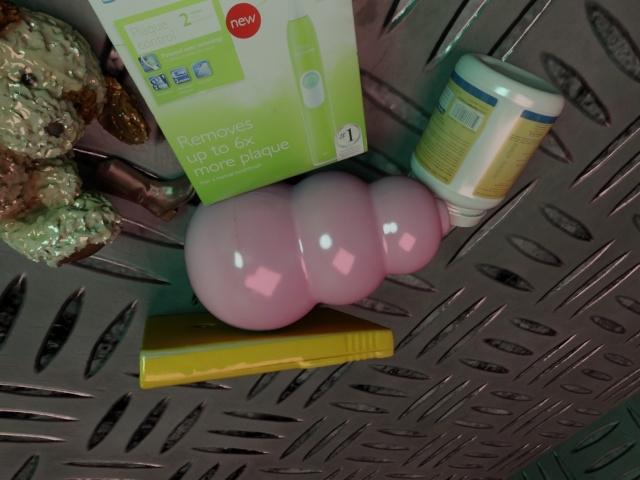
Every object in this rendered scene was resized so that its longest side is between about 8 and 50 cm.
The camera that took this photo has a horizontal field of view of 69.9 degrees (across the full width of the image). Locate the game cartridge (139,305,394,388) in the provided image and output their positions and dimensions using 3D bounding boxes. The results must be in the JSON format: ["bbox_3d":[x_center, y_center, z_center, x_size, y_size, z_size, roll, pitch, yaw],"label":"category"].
[{"bbox_3d":[-0.097,0.146,0.694,0.324,0.285,0.052,0,89,-19],"label":"game cartridge"}]

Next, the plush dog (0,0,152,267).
[{"bbox_3d":[-0.310,-0.119,0.458,0.225,0.211,0.262,-49,158,6],"label":"plush dog"}]

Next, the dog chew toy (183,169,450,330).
[{"bbox_3d":[0.000,0.000,0.602,0.332,0.206,0.206,-12,134,6],"label":"dog chew toy"}]

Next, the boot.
[{"bbox_3d":[-0.222,-0.083,0.592,0.114,0.037,0.106,31,112,-32],"label":"boot"}]

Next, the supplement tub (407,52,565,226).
[{"bbox_3d":[0.211,-0.133,0.624,0.145,0.144,0.199,5,128,-24],"label":"supplement tub"}]

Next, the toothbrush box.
[{"bbox_3d":[-0.078,-0.194,0.457,0.206,0.122,0.283,-19,142,-4],"label":"toothbrush box"}]
